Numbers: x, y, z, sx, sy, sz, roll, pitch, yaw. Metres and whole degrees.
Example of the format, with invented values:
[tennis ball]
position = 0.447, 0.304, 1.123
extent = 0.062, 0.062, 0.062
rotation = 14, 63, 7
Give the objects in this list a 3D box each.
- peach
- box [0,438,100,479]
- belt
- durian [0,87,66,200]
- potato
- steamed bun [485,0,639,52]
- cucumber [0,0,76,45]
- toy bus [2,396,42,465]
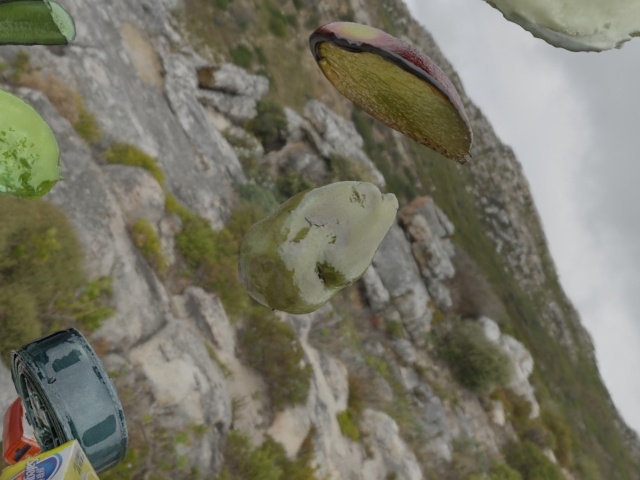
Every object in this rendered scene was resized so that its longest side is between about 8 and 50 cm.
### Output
[peach]
position = 0.110, -0.190, 0.919
extent = 0.279, 0.068, 0.189
rotation = 34, -7, -38
[box]
position = -0.291, 0.355, 0.808
extent = 0.265, 0.097, 0.168
rotation = -134, -160, -76
[belt]
position = -0.365, 0.250, 1.095
extent = 0.206, 0.116, 0.267
rotation = 45, -38, 29
[durian]
position = -0.751, -0.230, 1.701
extent = 0.340, 0.205, 0.255
rotation = 13, 84, -37
[potato]
position = 0.000, 0.001, 1.466
extent = 0.218, 0.351, 0.202
rotation = 59, -10, -23
[steamed bun]
position = 0.281, -0.335, 0.797
extent = 0.273, 0.291, 0.272
rotation = 124, -30, -47
[cucumber]
position = -0.445, -0.328, 1.111
extent = 0.046, 0.220, 0.070
rotation = -39, 128, -48
[toy bus]
position = -0.568, 0.368, 1.437
extent = 0.077, 0.079, 0.174
rotation = 40, 3, -31
